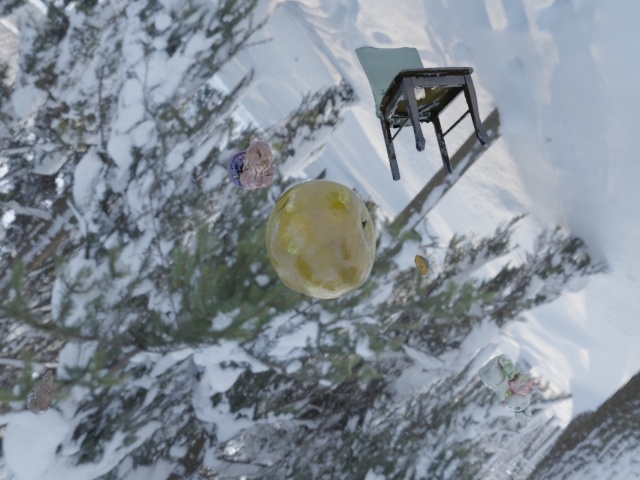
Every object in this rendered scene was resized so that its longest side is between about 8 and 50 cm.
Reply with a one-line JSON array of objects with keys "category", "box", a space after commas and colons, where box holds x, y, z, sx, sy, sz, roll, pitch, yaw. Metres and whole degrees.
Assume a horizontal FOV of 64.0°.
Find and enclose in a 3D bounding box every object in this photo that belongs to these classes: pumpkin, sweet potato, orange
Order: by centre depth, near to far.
[{"category": "orange", "box": [0.000, 0.000, 1.157, 0.279, 0.235, 0.278, -15, -90, -69]}, {"category": "sweet potato", "box": [-0.799, 0.438, 1.459, 0.068, 0.068, 0.226, 41, 177, -26]}, {"category": "pumpkin", "box": [0.327, 0.074, 1.623, 0.083, 0.028, 0.050, -124, 27, -50]}]

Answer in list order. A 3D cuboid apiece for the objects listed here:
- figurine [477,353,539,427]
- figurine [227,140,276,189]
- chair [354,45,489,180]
[{"category": "figurine", "box": [0.400, 0.314, 1.059, 0.146, 0.081, 0.098, 50, 161, 13]}, {"category": "figurine", "box": [-0.161, -0.191, 1.311, 0.157, 0.126, 0.114, -14, 111, 55]}, {"category": "chair", "box": [0.193, -0.297, 1.016, 0.186, 0.160, 0.318, 128, 133, -71]}]
